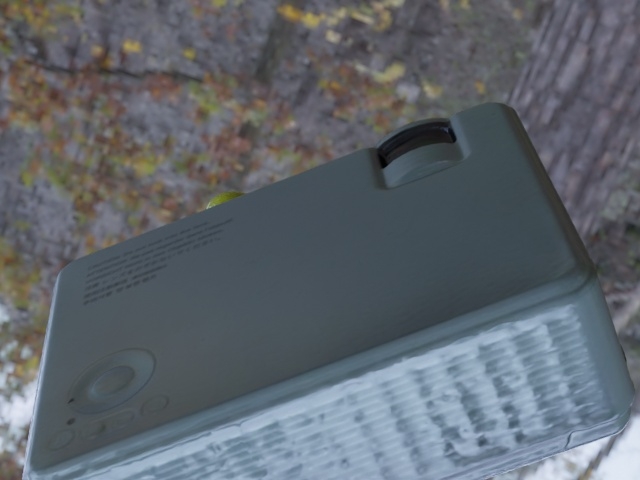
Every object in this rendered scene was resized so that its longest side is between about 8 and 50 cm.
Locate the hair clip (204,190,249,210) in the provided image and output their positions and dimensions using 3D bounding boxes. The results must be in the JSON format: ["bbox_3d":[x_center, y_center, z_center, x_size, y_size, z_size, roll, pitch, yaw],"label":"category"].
[{"bbox_3d":[0.000,0.000,0.960,0.173,0.046,0.072,19,165,-23],"label":"hair clip"}]

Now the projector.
[{"bbox_3d":[0.001,0.048,0.652,0.256,0.099,0.192,-21,-150,6],"label":"projector"}]
